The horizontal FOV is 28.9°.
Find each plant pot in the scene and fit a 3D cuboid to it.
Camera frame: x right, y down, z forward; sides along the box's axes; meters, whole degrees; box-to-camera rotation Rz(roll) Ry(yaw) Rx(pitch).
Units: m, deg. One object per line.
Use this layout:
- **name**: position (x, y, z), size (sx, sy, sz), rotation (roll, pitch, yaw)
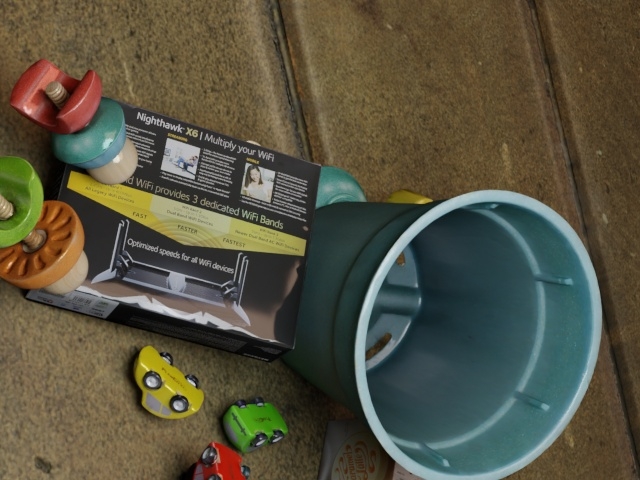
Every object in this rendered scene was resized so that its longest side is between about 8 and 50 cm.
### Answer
- **plant pot**: position (0.108, 0.093, 1.546), size (0.341, 0.334, 0.341), rotation (-4, 99, -28)

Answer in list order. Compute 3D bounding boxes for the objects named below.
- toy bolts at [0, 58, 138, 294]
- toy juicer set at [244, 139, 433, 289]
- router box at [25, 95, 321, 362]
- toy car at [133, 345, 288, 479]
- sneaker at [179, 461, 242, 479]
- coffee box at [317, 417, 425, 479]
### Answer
- **toy bolts**: position (-0.305, -0.068, 1.334), size (0.228, 0.218, 0.158), rotation (-55, 143, -17)
- **toy juicer set**: position (0.000, 0.000, 1.717), size (0.329, 0.089, 0.209), rotation (15, 89, -30)
- **router box**: position (-0.166, -0.013, 1.465), size (0.309, 0.081, 0.242), rotation (17, 66, -18)
- **toy car**: position (-0.119, 0.235, 1.512), size (0.239, 0.053, 0.225), rotation (56, 22, 22)
- **sneaker**: position (-0.158, 0.307, 1.488), size (0.170, 0.051, 0.089), rotation (18, 67, -46)
- **coffee box**: position (0.068, 0.363, 1.635), size (0.098, 0.141, 0.246), rotation (31, 60, -37)
